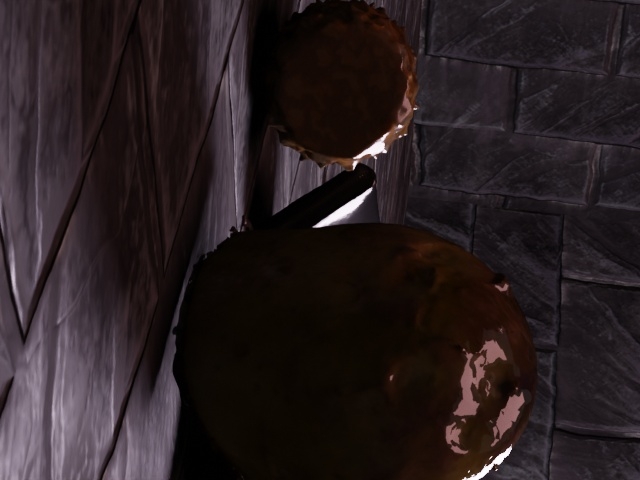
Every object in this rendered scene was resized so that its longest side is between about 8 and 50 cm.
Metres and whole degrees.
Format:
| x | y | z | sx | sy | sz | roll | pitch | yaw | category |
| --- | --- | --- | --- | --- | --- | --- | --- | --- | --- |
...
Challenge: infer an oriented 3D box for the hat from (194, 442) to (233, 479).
| x | y | z | sx | sy | sz | roll | pitch | yaw | category |
| --- | --- | --- | --- | --- | --- | --- | --- | --- | --- |
| -0.043 | 0.253 | 1.599 | 0.382 | 0.257 | 0.366 | -2 | -67 | 65 | hat |

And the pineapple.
| x | y | z | sx | sy | sz | roll | pitch | yaw | category |
| --- | --- | --- | --- | --- | --- | --- | --- | --- | --- |
| 0.020 | -0.173 | 1.665 | 0.340 | 0.169 | 0.169 | -86 | -178 | -77 | pineapple |

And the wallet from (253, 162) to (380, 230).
| x | y | z | sx | sy | sz | roll | pitch | yaw | category |
| --- | --- | --- | --- | --- | --- | --- | --- | --- | --- |
| 0.000 | 0.000 | 1.706 | 0.044 | 0.149 | 0.250 | 57 | -6 | 14 | wallet |

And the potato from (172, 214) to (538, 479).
| x | y | z | sx | sy | sz | roll | pitch | yaw | category |
| --- | --- | --- | --- | --- | --- | --- | --- | --- | --- |
| 0.060 | 0.095 | 1.328 | 0.301 | 0.237 | 0.288 | 42 | 41 | -47 | potato |
